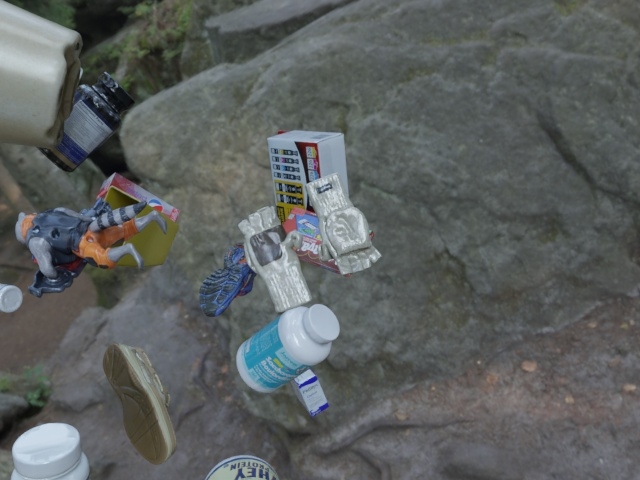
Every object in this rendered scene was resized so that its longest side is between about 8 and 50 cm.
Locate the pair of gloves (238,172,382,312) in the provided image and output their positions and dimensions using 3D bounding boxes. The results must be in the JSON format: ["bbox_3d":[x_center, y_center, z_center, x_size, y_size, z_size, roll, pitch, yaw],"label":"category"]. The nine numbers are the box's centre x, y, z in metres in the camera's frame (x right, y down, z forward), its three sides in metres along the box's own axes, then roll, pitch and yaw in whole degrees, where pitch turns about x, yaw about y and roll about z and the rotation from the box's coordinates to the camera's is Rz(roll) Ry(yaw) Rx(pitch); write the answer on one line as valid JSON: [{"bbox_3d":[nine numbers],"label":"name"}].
[{"bbox_3d":[-0.025,0.004,1.227,0.240,0.204,0.042,-29,-8,-5],"label":"pair of gloves"}]

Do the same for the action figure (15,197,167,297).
[{"bbox_3d":[-0.531,-0.037,1.460,0.331,0.178,0.341,0,40,4],"label":"action figure"}]

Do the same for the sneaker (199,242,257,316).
[{"bbox_3d":[-0.183,0.094,1.364,0.083,0.087,0.221,-1,33,25],"label":"sneaker"}]

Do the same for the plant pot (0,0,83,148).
[{"bbox_3d":[-0.607,-0.305,1.139,0.334,0.306,0.333,-166,90,-74],"label":"plant pot"}]

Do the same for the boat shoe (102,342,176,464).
[{"bbox_3d":[-0.423,0.390,1.576,0.121,0.110,0.341,-49,56,21],"label":"boat shoe"}]

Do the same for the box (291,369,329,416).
[{"bbox_3d":[-0.044,0.500,2.157,0.072,0.137,0.126,-28,23,-15],"label":"box"}]

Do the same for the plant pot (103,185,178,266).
[{"bbox_3d":[-0.586,-0.027,2.042,0.212,0.187,0.212,24,92,43],"label":"plant pot"}]

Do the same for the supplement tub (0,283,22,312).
[{"bbox_3d":[-0.827,0.146,1.638,0.107,0.071,0.071,3,37,29],"label":"supplement tub"}]

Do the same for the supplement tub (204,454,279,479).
[{"bbox_3d":[-0.196,0.748,1.714,0.235,0.235,0.325,-34,13,-9],"label":"supplement tub"}]

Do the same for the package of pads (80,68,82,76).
[{"bbox_3d":[-0.833,-0.488,1.881,0.101,0.229,0.296,-17,47,19],"label":"package of pads"}]

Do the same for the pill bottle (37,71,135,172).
[{"bbox_3d":[-0.520,-0.263,1.407,0.219,0.123,0.123,-45,23,-6],"label":"pill bottle"}]

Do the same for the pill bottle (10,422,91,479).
[{"bbox_3d":[-0.749,0.710,1.788,0.204,0.360,0.204,2,22,-1],"label":"pill bottle"}]

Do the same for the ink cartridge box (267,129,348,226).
[{"bbox_3d":[-0.057,-0.173,1.965,0.272,0.309,0.130,11,26,40],"label":"ink cartridge box"}]

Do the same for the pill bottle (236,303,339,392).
[{"bbox_3d":[-0.074,0.252,1.528,0.264,0.146,0.146,-39,13,35],"label":"pill bottle"}]

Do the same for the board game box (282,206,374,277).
[{"bbox_3d":[0.000,0.000,1.793,0.281,0.027,0.145,18,70,35],"label":"board game box"}]

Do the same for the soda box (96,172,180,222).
[{"bbox_3d":[-0.622,-0.120,2.184,0.092,0.263,0.083,-23,43,43],"label":"soda box"}]
